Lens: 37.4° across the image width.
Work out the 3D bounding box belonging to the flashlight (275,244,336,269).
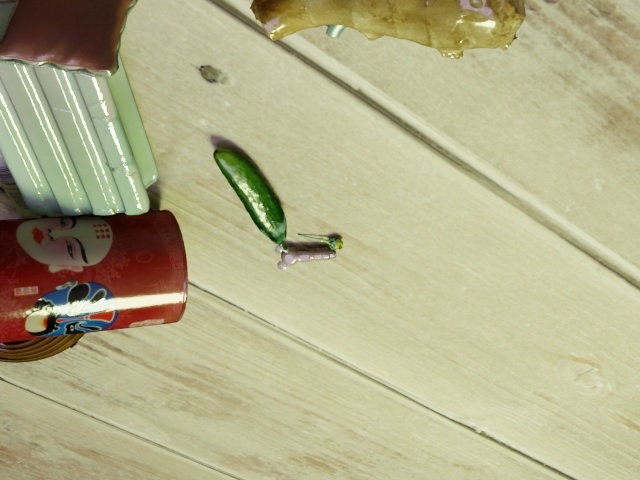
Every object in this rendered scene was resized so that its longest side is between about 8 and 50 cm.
[{"bbox_3d":[-0.026,0.025,1.721,0.110,0.031,0.052,-4,113,4],"label":"flashlight"}]

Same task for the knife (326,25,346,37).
[{"bbox_3d":[0.086,-0.345,1.309,0.210,0.015,0.028,-32,120,33],"label":"knife"}]

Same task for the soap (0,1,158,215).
[{"bbox_3d":[-0.393,-0.191,1.447,0.208,0.115,0.347,-1,138,8],"label":"soap"}]

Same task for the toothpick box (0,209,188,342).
[{"bbox_3d":[-0.410,0.057,1.578,0.333,0.204,0.204,-6,143,-25],"label":"toothpick box"}]

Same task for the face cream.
[{"bbox_3d":[-0.511,-0.110,1.599,0.092,0.058,0.244,-9,142,6],"label":"face cream"}]

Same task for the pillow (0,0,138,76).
[{"bbox_3d":[-0.339,-0.300,1.281,0.171,0.179,0.075,9,154,-2],"label":"pillow"}]

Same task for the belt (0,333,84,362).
[{"bbox_3d":[-0.554,0.117,1.802,0.217,0.122,0.338,32,131,-29],"label":"belt"}]

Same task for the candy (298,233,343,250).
[{"bbox_3d":[0.000,0.000,1.701,0.083,0.025,0.023,12,110,5],"label":"candy"}]

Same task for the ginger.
[{"bbox_3d":[0.080,-0.347,1.197,0.375,0.166,0.236,3,139,8],"label":"ginger"}]

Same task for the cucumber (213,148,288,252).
[{"bbox_3d":[-0.106,-0.069,1.607,0.056,0.056,0.250,-14,133,20],"label":"cucumber"}]
